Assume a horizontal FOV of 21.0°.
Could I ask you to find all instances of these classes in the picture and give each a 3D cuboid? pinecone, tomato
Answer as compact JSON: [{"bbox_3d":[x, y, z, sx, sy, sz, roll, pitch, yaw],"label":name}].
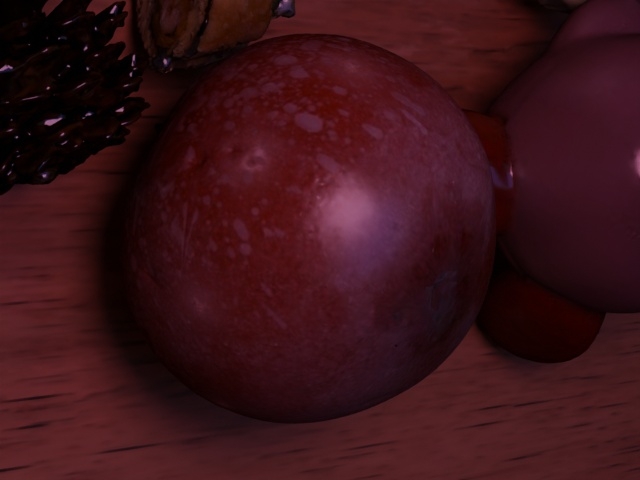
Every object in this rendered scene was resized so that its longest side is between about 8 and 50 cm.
[{"bbox_3d":[-0.190,-0.116,1.059,0.163,0.163,0.165,-23,94,-37],"label":"pinecone"},{"bbox_3d":[0.000,0.000,1.172,0.270,0.227,0.270,-27,132,-34],"label":"tomato"}]

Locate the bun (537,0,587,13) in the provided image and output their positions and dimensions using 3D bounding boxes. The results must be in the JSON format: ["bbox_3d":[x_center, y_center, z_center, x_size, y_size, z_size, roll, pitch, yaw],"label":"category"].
[{"bbox_3d":[0.221,-0.298,1.396,0.220,0.134,0.220,-15,133,-16],"label":"bun"}]

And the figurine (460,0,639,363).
[{"bbox_3d":[0.228,-0.038,1.347,0.261,0.211,0.269,-39,121,-9],"label":"figurine"}]

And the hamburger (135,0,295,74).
[{"bbox_3d":[-0.070,-0.187,1.202,0.102,0.087,0.176,24,70,-54],"label":"hamburger"}]
